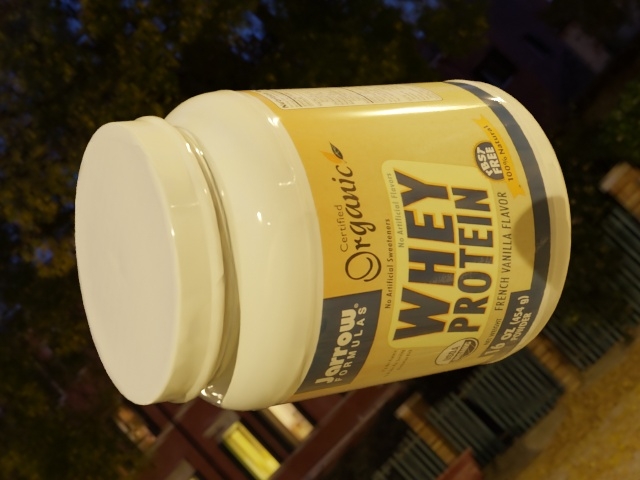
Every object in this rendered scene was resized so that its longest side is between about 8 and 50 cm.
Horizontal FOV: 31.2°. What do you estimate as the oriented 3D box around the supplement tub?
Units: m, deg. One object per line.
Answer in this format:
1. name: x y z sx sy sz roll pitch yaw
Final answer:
1. supplement tub: 0.000 0.000 0.848 0.316 0.228 0.228 -7 -30 -30
